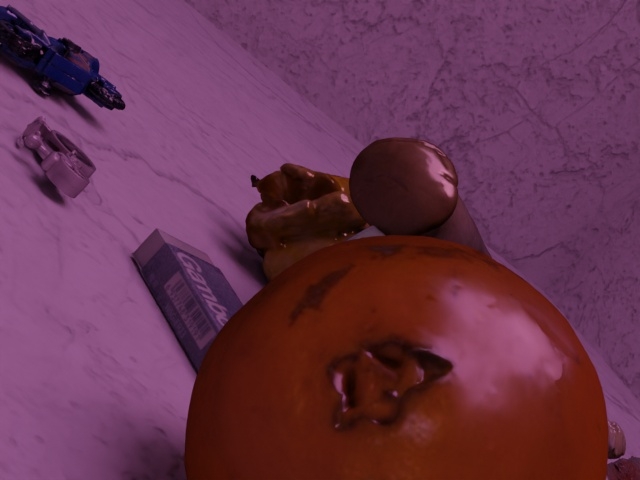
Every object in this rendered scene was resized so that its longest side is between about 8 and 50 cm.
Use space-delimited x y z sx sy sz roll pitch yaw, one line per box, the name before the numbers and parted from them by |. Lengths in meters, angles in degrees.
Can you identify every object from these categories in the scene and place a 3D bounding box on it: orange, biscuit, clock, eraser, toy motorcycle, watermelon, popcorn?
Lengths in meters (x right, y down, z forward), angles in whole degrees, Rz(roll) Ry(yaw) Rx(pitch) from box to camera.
orange | 0.056 0.148 0.859 0.312 0.312 0.312 41 11 -10
biscuit | 0.453 0.333 2.039 0.179 0.084 0.281 25 1 24
clock | -0.278 -0.086 1.222 0.087 0.041 0.129 43 5 -21
eraser | -0.113 0.077 1.174 0.092 0.046 0.212 31 17 -48
toy motorcycle | -0.339 -0.230 1.476 0.205 0.076 0.114 31 8 -42
watermelon | 0.508 0.439 1.974 0.241 0.094 0.154 29 28 -48
popcorn | 0.001 0.000 1.568 0.191 0.190 0.253 12 -3 44

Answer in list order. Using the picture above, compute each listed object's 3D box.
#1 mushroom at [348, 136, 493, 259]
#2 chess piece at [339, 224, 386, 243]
mushroom | 0.133 0.016 1.445 0.137 0.154 0.407 34 -9 29
chess piece | 0.071 0.154 1.245 0.299 0.194 0.194 54 12 6
